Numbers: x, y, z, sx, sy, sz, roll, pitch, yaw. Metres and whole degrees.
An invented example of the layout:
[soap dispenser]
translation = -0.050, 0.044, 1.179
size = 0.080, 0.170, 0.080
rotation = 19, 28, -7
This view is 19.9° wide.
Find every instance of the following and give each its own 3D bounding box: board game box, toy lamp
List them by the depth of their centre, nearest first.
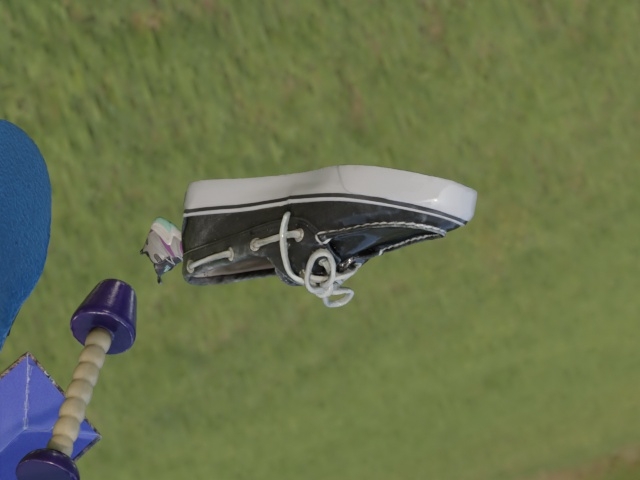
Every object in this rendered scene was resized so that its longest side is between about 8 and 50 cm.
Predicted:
[toy lamp]
translation = -0.262, 0.156, 2.008
size = 0.080, 0.275, 0.080
rotation = 10, 137, 9
[board game box]
translation = -0.441, 0.291, 2.263
size = 0.232, 0.141, 0.291
rotation = -42, -175, -31

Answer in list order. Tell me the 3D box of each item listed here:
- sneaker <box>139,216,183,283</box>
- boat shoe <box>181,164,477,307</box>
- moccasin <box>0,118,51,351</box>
[sneaker]
translation = -0.163, 0.021, 2.069
size = 0.069, 0.098, 0.038
rotation = -62, 147, -5
[boat shoe]
translation = -0.003, -0.001, 1.547
size = 0.306, 0.105, 0.113
rotation = -1, 166, 35
[moccasin]
translation = -0.311, 0.051, 1.413
size = 0.117, 0.342, 0.138
rotation = -19, 132, 37
